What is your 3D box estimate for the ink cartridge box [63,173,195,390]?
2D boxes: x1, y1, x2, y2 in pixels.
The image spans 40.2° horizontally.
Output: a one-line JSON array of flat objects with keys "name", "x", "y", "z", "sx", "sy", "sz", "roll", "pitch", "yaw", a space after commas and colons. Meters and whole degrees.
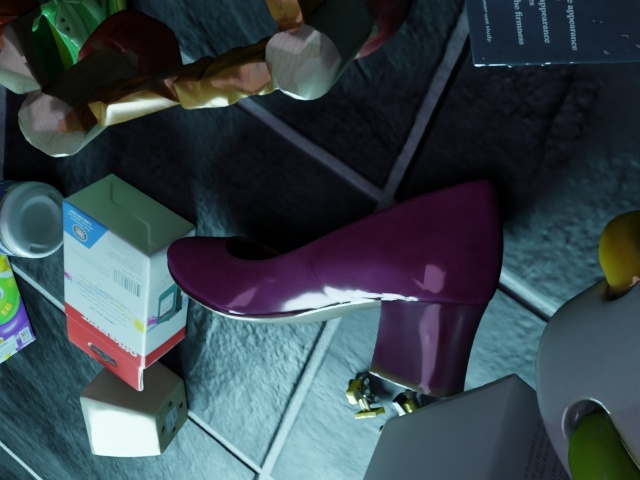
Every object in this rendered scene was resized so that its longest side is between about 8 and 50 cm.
[{"name": "ink cartridge box", "x": -0.229, "y": 0.054, "z": 1.032, "sx": 0.134, "sy": 0.078, "sz": 0.231, "roll": 31, "pitch": 134, "yaw": 20}]

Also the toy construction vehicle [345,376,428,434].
[{"name": "toy construction vehicle", "x": 0.073, "y": 0.189, "z": 0.906, "sx": 0.086, "sy": 0.035, "sz": 0.098, "roll": -13, "pitch": 109, "yaw": 44}]

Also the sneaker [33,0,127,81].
[{"name": "sneaker", "x": -0.252, "y": -0.249, "z": 0.811, "sx": 0.109, "sy": 0.123, "sz": 0.295, "roll": 11, "pitch": 123, "yaw": 34}]

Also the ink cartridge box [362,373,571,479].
[{"name": "ink cartridge box", "x": 0.193, "y": 0.342, "z": 0.660, "sx": 0.395, "sy": 0.285, "sz": 0.166, "roll": 41, "pitch": 139, "yaw": -14}]

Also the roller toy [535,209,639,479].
[{"name": "roller toy", "x": 0.257, "y": 0.095, "z": 0.582, "sx": 0.191, "sy": 0.209, "sz": 0.146, "roll": 22, "pitch": 142, "yaw": -21}]

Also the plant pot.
[{"name": "plant pot", "x": -0.233, "y": 0.216, "z": 1.134, "sx": 0.096, "sy": 0.109, "sz": 0.109, "roll": 12, "pitch": 126, "yaw": 18}]

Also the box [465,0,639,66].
[{"name": "box", "x": 0.190, "y": -0.189, "z": 0.500, "sx": 0.207, "sy": 0.108, "sz": 0.153, "roll": 7, "pitch": 122, "yaw": 35}]

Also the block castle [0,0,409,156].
[{"name": "block castle", "x": -0.145, "y": -0.305, "z": 0.617, "sx": 0.303, "sy": 0.213, "sz": 0.453, "roll": -10, "pitch": 118, "yaw": 24}]

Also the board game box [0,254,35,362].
[{"name": "board game box", "x": -0.538, "y": 0.048, "z": 1.234, "sx": 0.144, "sy": 0.142, "sz": 0.275, "roll": 13, "pitch": 126, "yaw": 33}]

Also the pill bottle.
[{"name": "pill bottle", "x": -0.406, "y": -0.030, "z": 1.108, "sx": 0.169, "sy": 0.094, "sz": 0.094, "roll": 4, "pitch": 120, "yaw": 37}]

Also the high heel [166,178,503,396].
[{"name": "high heel", "x": 0.000, "y": 0.000, "z": 0.818, "sx": 0.377, "sy": 0.127, "sz": 0.181, "roll": 17, "pitch": 100, "yaw": 35}]
